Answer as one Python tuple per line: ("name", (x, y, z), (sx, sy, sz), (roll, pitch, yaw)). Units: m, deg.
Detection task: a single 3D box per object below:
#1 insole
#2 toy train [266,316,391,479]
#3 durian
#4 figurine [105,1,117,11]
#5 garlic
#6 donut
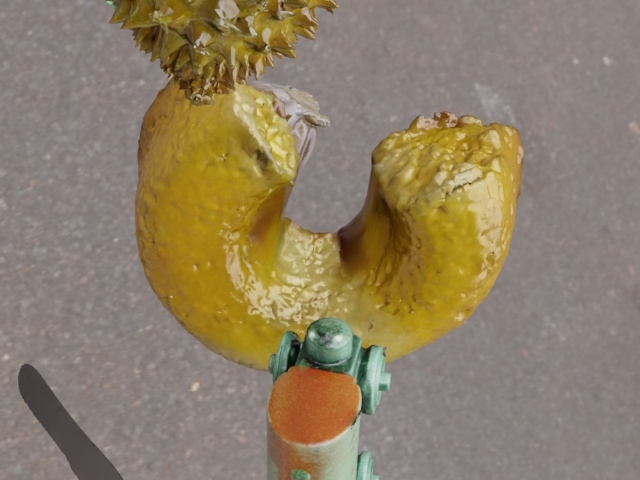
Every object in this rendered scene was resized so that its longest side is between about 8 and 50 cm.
("insole", (-0.326, 0.299, 1.471), (0.007, 0.109, 0.322), (-22, 62, -44))
("toy train", (-0.005, 0.212, 1.005), (0.177, 0.116, 0.285), (-72, 169, -50))
("durian", (-0.043, -0.212, 0.566), (0.183, 0.138, 0.250), (-13, 89, -7))
("figurine", (-0.325, -0.459, 1.905), (0.115, 0.095, 0.156), (38, 69, 3))
("garlic", (-0.087, -0.114, 1.337), (0.127, 0.194, 0.131), (15, 35, -40))
("donut", (0.000, 0.000, 1.174), (0.435, 0.378, 0.163), (10, 35, -4))
